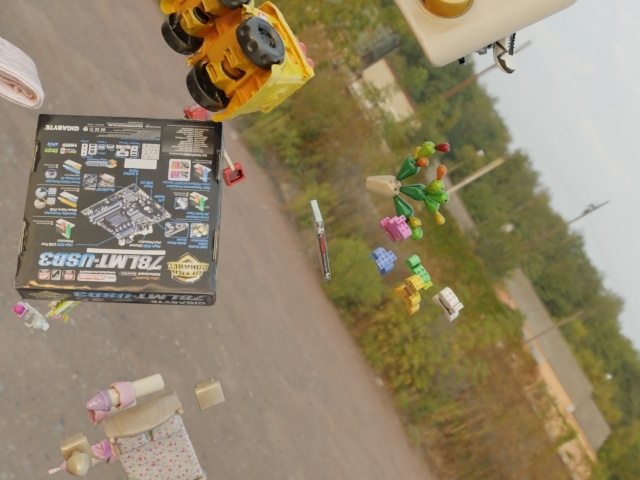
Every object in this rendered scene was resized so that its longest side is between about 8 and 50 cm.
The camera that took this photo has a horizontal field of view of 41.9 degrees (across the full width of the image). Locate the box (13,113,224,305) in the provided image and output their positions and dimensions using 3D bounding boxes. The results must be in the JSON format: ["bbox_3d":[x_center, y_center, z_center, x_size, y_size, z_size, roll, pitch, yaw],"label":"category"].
[{"bbox_3d":[-0.302,-0.050,1.294,0.073,0.295,0.293,104,-13,-70],"label":"box"}]

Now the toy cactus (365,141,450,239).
[{"bbox_3d":[0.189,-0.116,1.801,0.112,0.180,0.219,-67,165,-61],"label":"toy cactus"}]

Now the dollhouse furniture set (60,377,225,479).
[{"bbox_3d":[-0.289,0.463,1.464,0.174,0.355,0.303,45,-28,57],"label":"dollhouse furniture set"}]

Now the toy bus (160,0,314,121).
[{"bbox_3d":[-0.107,-0.305,1.276,0.211,0.149,0.220,-16,76,-54],"label":"toy bus"}]

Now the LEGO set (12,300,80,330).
[{"bbox_3d":[-0.510,0.063,1.707,0.132,0.287,0.107,30,0,-2],"label":"LEGO set"}]

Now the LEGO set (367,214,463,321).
[{"bbox_3d":[0.167,0.058,1.515,0.227,0.087,0.093,54,-20,8],"label":"LEGO set"}]

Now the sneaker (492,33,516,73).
[{"bbox_3d":[0.342,-0.361,1.540,0.040,0.043,0.109,-5,78,-40],"label":"sneaker"}]

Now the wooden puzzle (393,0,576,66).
[{"bbox_3d":[0.254,-0.519,1.454,0.348,0.322,0.080,63,-10,6],"label":"wooden puzzle"}]

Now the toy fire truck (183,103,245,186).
[{"bbox_3d":[-0.252,-0.229,1.971,0.135,0.047,0.192,26,-38,61],"label":"toy fire truck"}]

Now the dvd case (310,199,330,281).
[{"bbox_3d":[0.000,0.000,1.464,0.087,0.013,0.119,-106,-174,-62],"label":"dvd case"}]

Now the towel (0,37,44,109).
[{"bbox_3d":[-0.595,-0.342,1.348,0.317,0.053,0.332,35,5,-29],"label":"towel"}]

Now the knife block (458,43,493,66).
[{"bbox_3d":[0.224,-0.469,1.583,0.276,0.088,0.242,46,26,-32],"label":"knife block"}]

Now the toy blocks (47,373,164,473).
[{"bbox_3d":[-0.497,0.516,2.016,0.288,0.260,0.309,-36,-107,53],"label":"toy blocks"}]
